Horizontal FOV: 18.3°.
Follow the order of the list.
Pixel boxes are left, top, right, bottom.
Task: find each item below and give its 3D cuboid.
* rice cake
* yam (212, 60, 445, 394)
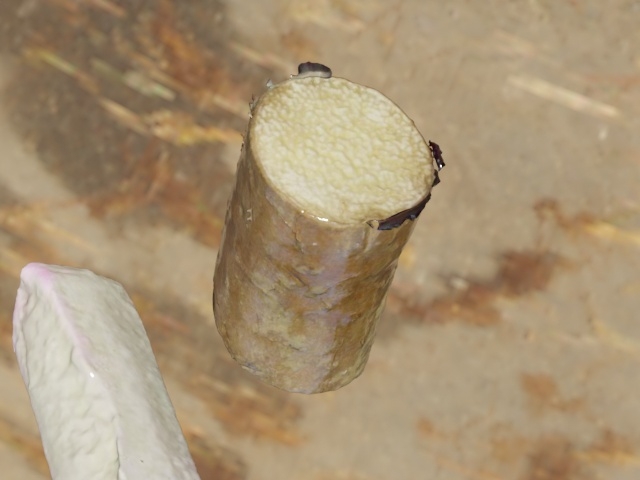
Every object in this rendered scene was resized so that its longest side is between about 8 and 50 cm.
[{"bbox_3d":[-0.098,0.167,1.076,0.070,0.399,0.064,20,125,-40],"label":"rice cake"},{"bbox_3d":[-0.003,-0.001,0.817,0.084,0.084,0.127,23,138,3],"label":"yam"}]
